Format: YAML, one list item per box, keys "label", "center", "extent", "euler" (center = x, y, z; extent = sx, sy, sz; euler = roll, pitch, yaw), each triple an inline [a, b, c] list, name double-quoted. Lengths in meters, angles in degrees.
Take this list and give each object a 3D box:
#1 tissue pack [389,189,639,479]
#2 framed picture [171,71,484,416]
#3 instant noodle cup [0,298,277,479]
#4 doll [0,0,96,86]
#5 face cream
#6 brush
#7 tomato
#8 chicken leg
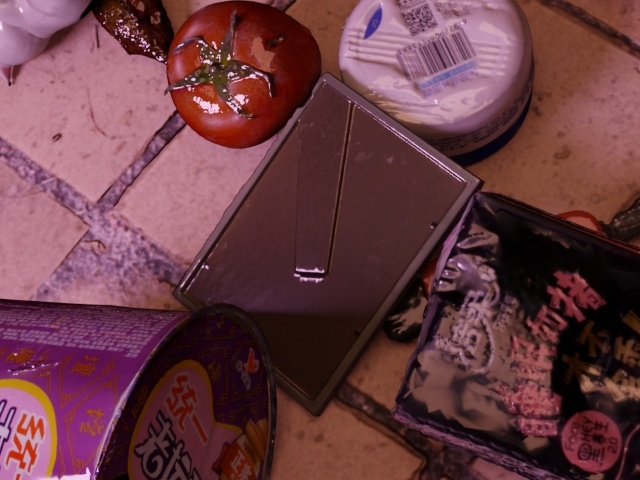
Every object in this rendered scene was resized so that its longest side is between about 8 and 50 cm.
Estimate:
- label: "tissue pack"
  center: [0.251, 0.113, 1.267]
  extent: [0.332, 0.123, 0.245]
  euler: [21, 76, 5]
- label: "framed picture"
  center: [0.000, 0.000, 1.376]
  extent: [0.211, 0.020, 0.289]
  euler: [38, 99, 21]
- label: "instant noodle cup"
  center: [-0.230, 0.199, 1.237]
  extent: [0.266, 0.340, 0.339]
  euler: [10, 70, 23]
- label: "doll"
  center: [-0.326, -0.270, 1.524]
  extent: [0.181, 0.107, 0.110]
  euler: [-30, 52, 30]
- label: "face cream"
  center: [0.123, -0.187, 1.439]
  extent: [0.206, 0.111, 0.205]
  euler: [-4, 66, 10]
- label: "brush"
  center: [0.209, 0.020, 1.368]
  extent: [0.323, 0.051, 0.070]
  euler: [-23, 66, 0]
- label: "tomato"
  center: [-0.082, -0.180, 1.448]
  extent: [0.167, 0.167, 0.167]
  euler: [-3, 67, 8]
- label: "chicken leg"
  center: [-0.220, -0.302, 1.571]
  extent: [0.105, 0.063, 0.233]
  euler: [-8, 69, 11]
